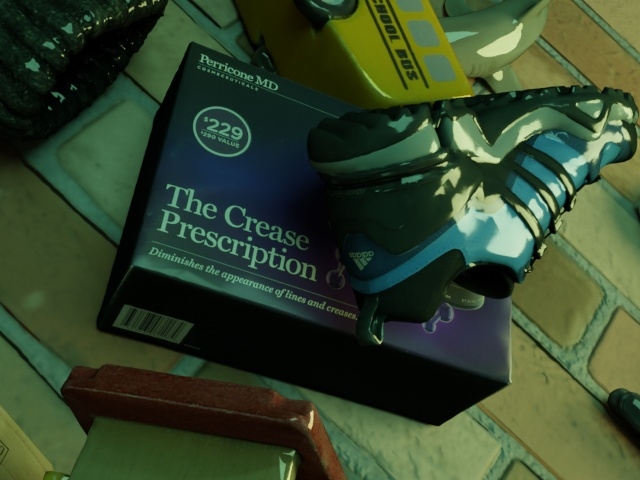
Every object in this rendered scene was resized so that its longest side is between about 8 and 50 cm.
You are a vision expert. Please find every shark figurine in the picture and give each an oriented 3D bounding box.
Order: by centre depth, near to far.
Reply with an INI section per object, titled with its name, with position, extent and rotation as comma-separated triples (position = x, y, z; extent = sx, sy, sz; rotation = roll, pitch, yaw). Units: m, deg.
[shark figurine]
position = 0.195, -0.242, 0.852
extent = 0.166, 0.116, 0.278
rotation = 34, 55, -8

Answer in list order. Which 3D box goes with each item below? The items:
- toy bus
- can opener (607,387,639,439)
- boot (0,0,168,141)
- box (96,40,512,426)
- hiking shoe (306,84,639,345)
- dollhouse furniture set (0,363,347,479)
[toy bus]
position = -0.004, -0.226, 0.741
extent = 0.130, 0.108, 0.333
rotation = -11, 69, -31
[can opener]
position = 0.307, 0.184, 0.709
extent = 0.186, 0.059, 0.073
rotation = 38, 79, 8
[boot]
position = -0.208, -0.250, 0.634
extent = 0.260, 0.131, 0.348
rotation = 30, 64, -1
[box]
position = 0.000, 0.000, 0.626
extent = 0.261, 0.103, 0.184
rotation = 19, 54, -17
[hiking shoe]
position = 0.112, -0.031, 0.593
extent = 0.304, 0.113, 0.132
rotation = -14, 101, -40
[dollhouse furniture set]
position = -0.184, 0.158, 0.381
extent = 0.374, 0.152, 0.201
rotation = 7, 53, 16
